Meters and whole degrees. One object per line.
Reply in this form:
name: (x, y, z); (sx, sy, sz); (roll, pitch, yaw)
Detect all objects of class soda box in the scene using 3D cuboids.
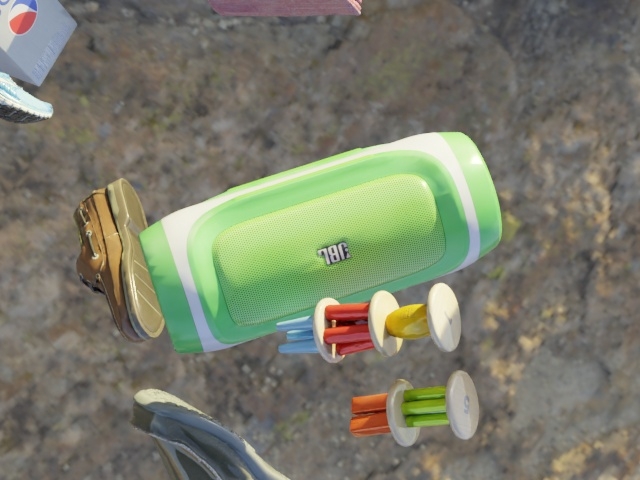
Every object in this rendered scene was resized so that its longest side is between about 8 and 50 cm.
soda box: (-0.370, -0.275, 1.225); (0.091, 0.098, 0.286); (-63, 160, -12)

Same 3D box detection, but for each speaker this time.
speaker: (0.000, 0.000, 1.018); (0.296, 0.131, 0.131); (-18, 130, -7)

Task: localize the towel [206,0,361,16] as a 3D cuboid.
towel: (-0.119, -0.366, 1.380); (0.329, 0.237, 0.037); (40, 64, -51)

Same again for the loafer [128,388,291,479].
loafer: (-0.104, 0.235, 1.160); (0.251, 0.094, 0.087); (46, 73, -35)

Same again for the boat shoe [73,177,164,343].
boat shoe: (-0.316, 0.045, 1.814); (0.104, 0.307, 0.111); (-24, 137, 9)

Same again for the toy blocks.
toy blocks: (0.040, 0.102, 0.921); (0.054, 0.148, 0.123); (-19, 99, -60)

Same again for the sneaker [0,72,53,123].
sneaker: (-0.419, -0.208, 1.550); (0.162, 0.063, 0.073); (28, 67, -40)
